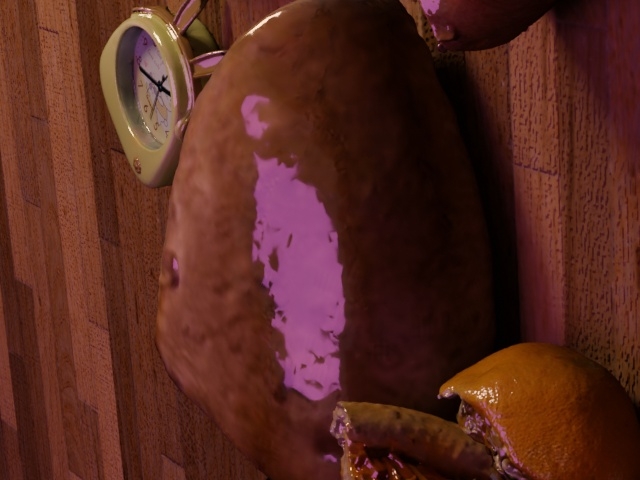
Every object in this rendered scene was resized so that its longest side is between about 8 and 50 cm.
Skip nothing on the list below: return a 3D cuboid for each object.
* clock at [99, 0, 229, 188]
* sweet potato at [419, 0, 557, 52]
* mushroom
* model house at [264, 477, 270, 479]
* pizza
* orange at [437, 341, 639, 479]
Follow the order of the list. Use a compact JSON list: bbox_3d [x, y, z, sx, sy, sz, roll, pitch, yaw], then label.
[{"bbox_3d":[-0.156,-0.170,1.994,0.232,0.069,0.170,-45,62,56],"label":"clock"},{"bbox_3d":[0.172,-0.253,1.312,0.336,0.131,0.131,-45,62,58],"label":"sweet potato"},{"bbox_3d":[0.022,0.008,1.592,0.313,0.224,0.397,48,139,45],"label":"mushroom"},{"bbox_3d":[0.060,0.473,1.631,0.400,0.395,0.445,29,110,35],"label":"model house"},{"bbox_3d":[0.146,0.250,1.463,0.365,0.182,0.074,41,136,13],"label":"pizza"},{"bbox_3d":[0.181,0.139,1.458,0.170,0.160,0.112,36,112,-3],"label":"orange"}]
